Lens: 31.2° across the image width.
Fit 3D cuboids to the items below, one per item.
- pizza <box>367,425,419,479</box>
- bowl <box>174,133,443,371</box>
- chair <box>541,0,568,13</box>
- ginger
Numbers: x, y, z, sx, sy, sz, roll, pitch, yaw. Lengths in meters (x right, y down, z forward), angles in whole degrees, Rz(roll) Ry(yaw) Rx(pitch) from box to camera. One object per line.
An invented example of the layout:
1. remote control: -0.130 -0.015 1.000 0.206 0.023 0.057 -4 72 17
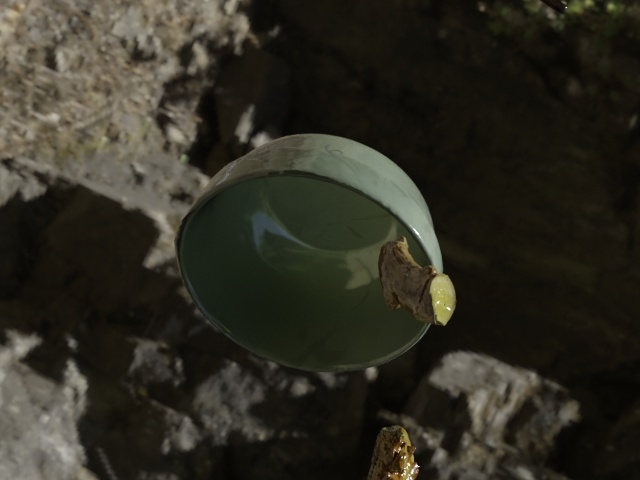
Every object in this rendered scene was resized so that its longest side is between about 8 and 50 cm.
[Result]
1. pizza: 0.085 0.308 1.363 0.134 0.046 0.175 -61 152 -42
2. bowl: 0.000 0.000 1.346 0.163 0.307 0.307 -67 173 -48
3. chair: 0.185 -0.396 1.265 0.186 0.319 0.160 -64 -170 -4
4. ginger: 0.087 0.042 1.039 0.044 0.137 0.058 -20 117 -16
